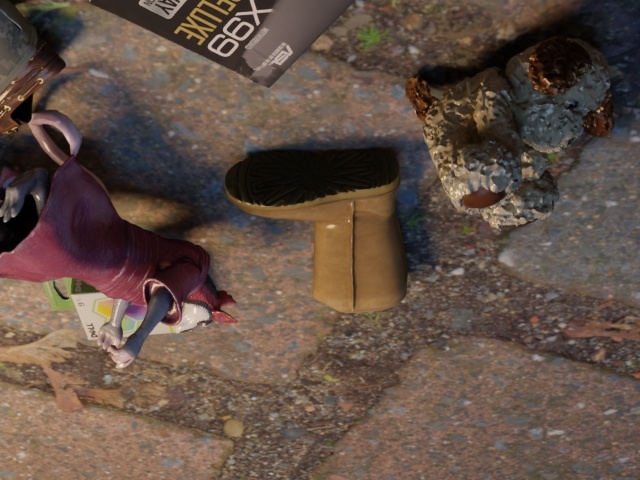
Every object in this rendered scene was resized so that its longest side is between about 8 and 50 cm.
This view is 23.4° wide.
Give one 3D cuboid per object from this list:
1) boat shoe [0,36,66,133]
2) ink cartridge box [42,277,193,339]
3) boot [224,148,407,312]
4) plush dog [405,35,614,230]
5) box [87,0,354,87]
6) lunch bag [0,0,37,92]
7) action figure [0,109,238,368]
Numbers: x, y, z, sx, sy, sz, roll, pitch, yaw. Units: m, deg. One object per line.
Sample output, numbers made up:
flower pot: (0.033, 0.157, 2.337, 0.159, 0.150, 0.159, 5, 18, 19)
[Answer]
boat shoe: (-0.375, -0.162, 1.835, 0.073, 0.073, 0.207, 36, 131, -13)
ink cartridge box: (-0.287, 0.081, 2.160, 0.209, 0.062, 0.109, -4, 141, 5)
boot: (0.000, 0.000, 2.044, 0.236, 0.089, 0.269, -1, 143, 1)
plush dog: (0.238, -0.153, 1.818, 0.225, 0.211, 0.262, -32, 162, 14)
box: (-0.068, -0.320, 1.649, 0.242, 0.076, 0.307, 24, 135, -28)
lunch bag: (-0.482, -0.227, 1.680, 0.287, 0.169, 0.235, -17, 148, 17)
action figure: (-0.262, 0.015, 1.985, 0.370, 0.276, 0.248, 19, 176, -29)
